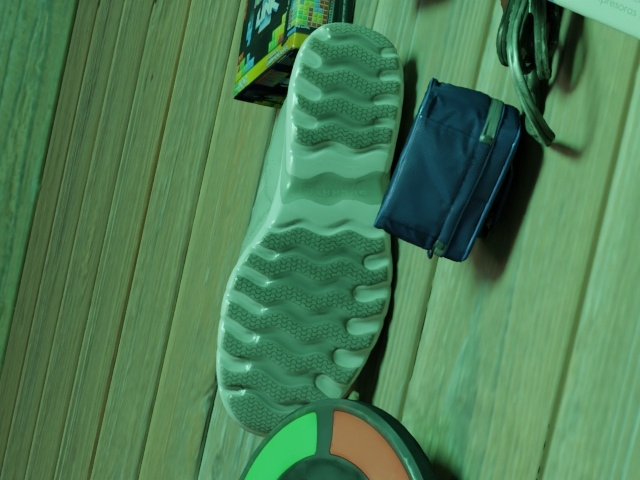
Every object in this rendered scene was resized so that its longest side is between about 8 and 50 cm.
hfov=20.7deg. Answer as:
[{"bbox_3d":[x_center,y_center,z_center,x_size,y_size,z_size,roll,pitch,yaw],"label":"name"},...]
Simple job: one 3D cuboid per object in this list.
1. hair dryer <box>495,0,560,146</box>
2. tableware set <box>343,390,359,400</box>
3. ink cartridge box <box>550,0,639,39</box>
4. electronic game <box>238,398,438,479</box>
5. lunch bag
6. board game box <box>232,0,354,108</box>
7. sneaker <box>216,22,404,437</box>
[{"bbox_3d":[0.097,-0.206,0.974,0.293,0.080,0.223,-89,7,-57],"label":"hair dryer"},{"bbox_3d":[-0.013,0.193,1.176,0.194,0.039,0.128,-45,25,52],"label":"tableware set"},{"bbox_3d":[0.143,-0.211,0.727,0.134,0.078,0.231,29,118,31],"label":"ink cartridge box"},{"bbox_3d":[0.004,0.206,1.012,0.229,0.048,0.229,-20,65,53],"label":"electronic game"},{"bbox_3d":[0.075,-0.035,0.985,0.067,0.065,0.098,-67,-2,-68],"label":"lunch bag"},{"bbox_3d":[-0.019,-0.195,1.419,0.170,0.048,0.141,153,125,-69],"label":"board game box"},{"bbox_3d":[0.000,0.000,1.194,0.115,0.105,0.281,118,168,-78],"label":"sneaker"}]
